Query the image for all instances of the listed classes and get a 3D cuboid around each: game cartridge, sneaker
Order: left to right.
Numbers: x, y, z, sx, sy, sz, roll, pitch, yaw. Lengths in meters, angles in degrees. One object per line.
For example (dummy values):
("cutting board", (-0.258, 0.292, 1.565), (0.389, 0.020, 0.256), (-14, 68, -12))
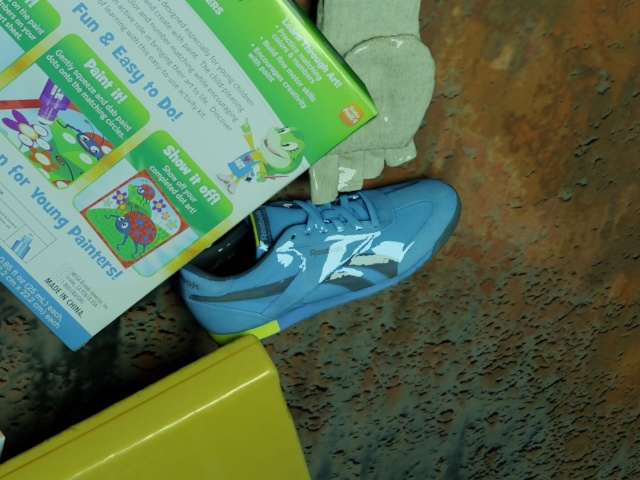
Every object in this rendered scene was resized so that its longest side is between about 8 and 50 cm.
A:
("game cartridge", (-0.140, 0.224, 1.290), (0.285, 0.052, 0.323), (-27, 145, -10))
("sneaker", (0.000, 0.000, 1.206), (0.209, 0.069, 0.082), (-25, 132, -3))

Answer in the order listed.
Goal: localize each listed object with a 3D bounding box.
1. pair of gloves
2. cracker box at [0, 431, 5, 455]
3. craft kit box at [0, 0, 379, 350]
("pair of gloves", (-0.041, -0.097, 1.120), (0.240, 0.042, 0.204), (-17, 131, -14))
("cracker box", (-0.325, 0.221, 1.220), (0.156, 0.067, 0.232), (-13, 136, -39))
("craft kit box", (-0.136, -0.096, 1.015), (0.246, 0.061, 0.250), (-36, 116, 11))
